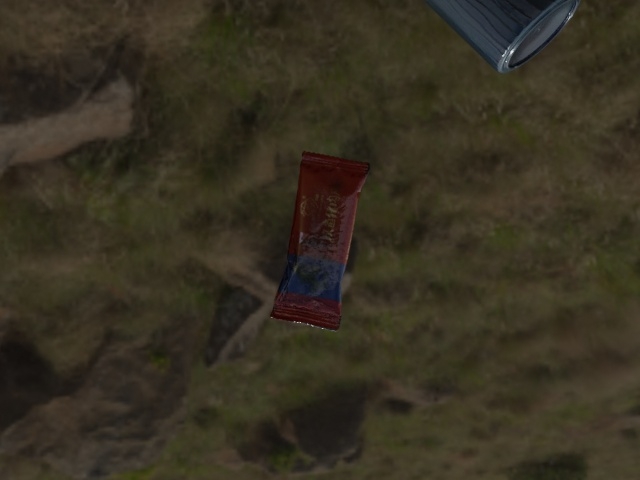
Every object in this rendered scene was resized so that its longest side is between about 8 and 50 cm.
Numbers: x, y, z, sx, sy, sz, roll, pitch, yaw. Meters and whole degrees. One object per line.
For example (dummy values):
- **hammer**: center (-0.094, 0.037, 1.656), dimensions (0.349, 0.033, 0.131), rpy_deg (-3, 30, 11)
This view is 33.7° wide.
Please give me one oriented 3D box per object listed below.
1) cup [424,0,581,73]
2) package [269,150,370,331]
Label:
- **cup**: center (0.174, -0.253, 0.994), dimensions (0.150, 0.138, 0.113), rpy_deg (-45, 166, 17)
- **package**: center (0.000, 0.000, 1.225), dimensions (0.083, 0.200, 0.022), rpy_deg (10, 177, 12)
